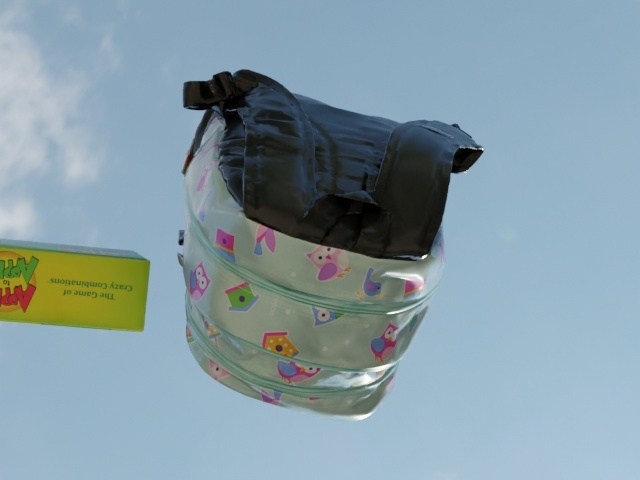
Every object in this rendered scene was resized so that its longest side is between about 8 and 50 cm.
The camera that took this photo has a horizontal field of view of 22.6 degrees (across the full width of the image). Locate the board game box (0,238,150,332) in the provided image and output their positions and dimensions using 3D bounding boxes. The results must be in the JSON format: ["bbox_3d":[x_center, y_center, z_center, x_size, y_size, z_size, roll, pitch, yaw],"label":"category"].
[{"bbox_3d":[-0.195,0.021,0.929,0.181,0.092,0.043,5,-88,-12],"label":"board game box"}]

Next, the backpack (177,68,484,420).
[{"bbox_3d":[0.000,0.000,0.759,0.152,0.182,0.115,8,-67,-4],"label":"backpack"}]
